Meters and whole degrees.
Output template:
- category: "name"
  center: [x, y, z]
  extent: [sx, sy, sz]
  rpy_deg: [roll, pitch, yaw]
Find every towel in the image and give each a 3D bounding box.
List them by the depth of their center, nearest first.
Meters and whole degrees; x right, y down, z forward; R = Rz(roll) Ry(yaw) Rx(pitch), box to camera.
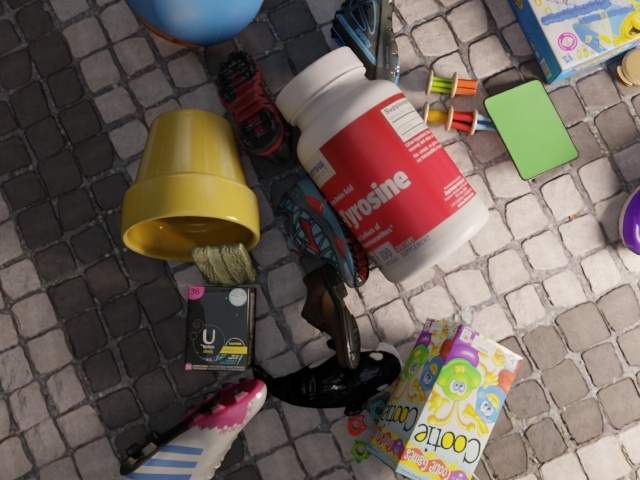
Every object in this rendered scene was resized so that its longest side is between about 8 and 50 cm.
- category: "towel"
  center: [-0.186, 0.050, 1.179]
  extent: [0.110, 0.148, 0.027]
  rpy_deg: [-5, 59, 2]

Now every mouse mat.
- category: "mouse mat"
  center: [0.425, -0.225, 1.218]
  extent: [0.153, 0.007, 0.189]
  rpy_deg: [-23, 83, -17]

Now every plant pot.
- category: "plant pot"
  center: [-0.244, -0.108, 1.154]
  extent: [0.254, 0.254, 0.238]
  rpy_deg: [-4, 69, 2]

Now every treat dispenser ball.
- category: "treat dispenser ball"
  center: [-0.243, -0.519, 1.153]
  extent: [0.288, 0.288, 0.288]
  rpy_deg: [0, 85, 2]

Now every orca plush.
- category: "orca plush"
  center: [0.004, 0.258, 1.148]
  extent: [0.288, 0.102, 0.151]
  rpy_deg: [3, 84, 13]

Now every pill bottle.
- category: "pill bottle"
  center: [0.105, -0.142, 1.122]
  extent: [0.229, 0.229, 0.407]
  rpy_deg: [-36, 89, -1]

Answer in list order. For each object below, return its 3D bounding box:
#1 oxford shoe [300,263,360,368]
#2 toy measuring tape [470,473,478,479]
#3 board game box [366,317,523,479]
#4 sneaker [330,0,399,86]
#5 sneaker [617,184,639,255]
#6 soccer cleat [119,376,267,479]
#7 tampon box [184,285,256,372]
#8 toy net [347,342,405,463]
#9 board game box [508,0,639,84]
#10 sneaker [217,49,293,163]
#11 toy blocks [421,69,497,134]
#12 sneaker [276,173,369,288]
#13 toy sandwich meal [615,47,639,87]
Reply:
- category: "oxford shoe"
  center: [0.017, 0.154, 1.165]
  extent: [0.096, 0.082, 0.227]
  rpy_deg: [-24, 50, 8]
- category: "toy measuring tape"
  center: [0.317, 0.548, 1.122]
  extent: [0.121, 0.121, 0.330]
  rpy_deg: [-42, 85, -1]
- category: "board game box"
  center: [0.224, 0.300, 1.103]
  extent: [0.144, 0.142, 0.275]
  rpy_deg: [30, 79, -13]
- category: "sneaker"
  center: [0.085, -0.468, 1.217]
  extent: [0.140, 0.125, 0.340]
  rpy_deg: [-2, 83, 7]
- category: "sneaker"
  center: [0.687, -0.103, 1.148]
  extent: [0.102, 0.146, 0.293]
  rpy_deg: [35, 87, 5]
- category: "soccer cleat"
  center: [-0.226, 0.396, 1.176]
  extent: [0.331, 0.116, 0.143]
  rpy_deg: [-32, 100, 2]
- category: "tampon box"
  center: [-0.193, 0.170, 1.185]
  extent: [0.121, 0.101, 0.160]
  rpy_deg: [1, 85, 2]
- category: "toy net"
  center: [0.116, 0.318, 1.192]
  extent: [0.122, 0.045, 0.232]
  rpy_deg: [-3, 83, 13]
- category: "board game box"
  center: [0.547, -0.520, 1.219]
  extent: [0.302, 0.086, 0.308]
  rpy_deg: [-24, 85, 1]
- category: "sneaker"
  center: [-0.128, -0.263, 1.224]
  extent: [0.098, 0.135, 0.276]
  rpy_deg: [-30, 61, 12]
- category: "toy blocks"
  center: [0.286, -0.278, 1.227]
  extent: [0.148, 0.054, 0.123]
  rpy_deg: [9, 84, 2]
- category: "sneaker"
  center: [0.000, 0.000, 1.184]
  extent: [0.125, 0.104, 0.261]
  rpy_deg: [-36, 60, 11]
- category: "toy sandwich meal"
  center: [0.646, -0.350, 1.230]
  extent: [0.086, 0.029, 0.085]
  rpy_deg: [0, 87, -1]
